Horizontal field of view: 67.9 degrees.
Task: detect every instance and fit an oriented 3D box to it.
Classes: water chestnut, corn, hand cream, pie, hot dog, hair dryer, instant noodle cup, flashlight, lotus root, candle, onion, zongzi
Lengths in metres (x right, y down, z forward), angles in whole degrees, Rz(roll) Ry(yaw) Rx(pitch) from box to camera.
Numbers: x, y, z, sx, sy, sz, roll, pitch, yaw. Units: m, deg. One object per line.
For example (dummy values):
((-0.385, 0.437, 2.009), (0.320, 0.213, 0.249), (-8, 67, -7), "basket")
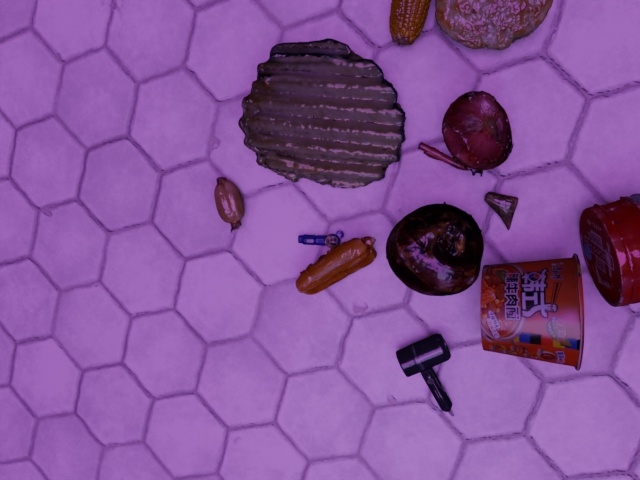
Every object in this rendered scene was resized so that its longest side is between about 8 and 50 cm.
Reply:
((0.270, 0.018, 1.079), (0.224, 0.238, 0.223), (6, 59, -10), "water chestnut")
((0.221, -0.607, 1.083), (0.102, 0.102, 0.312), (20, 102, 10), "corn")
((0.656, 0.020, 0.991), (0.150, 0.230, 0.229), (-11, 94, 14), "hand cream")
((0.379, -0.529, 1.061), (0.248, 0.090, 0.200), (19, 111, 11), "pie")
((0.040, 0.057, 1.206), (0.249, 0.102, 0.076), (-33, 59, 22), "hot dog")
((0.292, 0.350, 1.199), (0.125, 0.071, 0.218), (-26, 97, 14), "hair dryer")
((0.462, 0.151, 1.053), (0.192, 0.250, 0.250), (0, 97, 23), "instant noodle cup")
((0.000, 0.000, 1.237), (0.121, 0.035, 0.057), (3, 100, 13), "flashlight")
((-0.242, -0.097, 1.269), (0.073, 0.062, 0.150), (-16, 94, -8), "lotus root")
((0.313, -0.193, 1.150), (0.168, 0.021, 0.026), (28, 128, 7), "candle")
((0.342, -0.240, 1.080), (0.183, 0.184, 0.147), (61, 147, 1), "onion")
((0.423, -0.071, 1.135), (0.076, 0.040, 0.083), (16, 117, 18), "zongzi")

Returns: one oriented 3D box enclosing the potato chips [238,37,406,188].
((0.004, -0.315, 1.187), (0.430, 0.070, 0.357), (10, 102, 13), "potato chips")
